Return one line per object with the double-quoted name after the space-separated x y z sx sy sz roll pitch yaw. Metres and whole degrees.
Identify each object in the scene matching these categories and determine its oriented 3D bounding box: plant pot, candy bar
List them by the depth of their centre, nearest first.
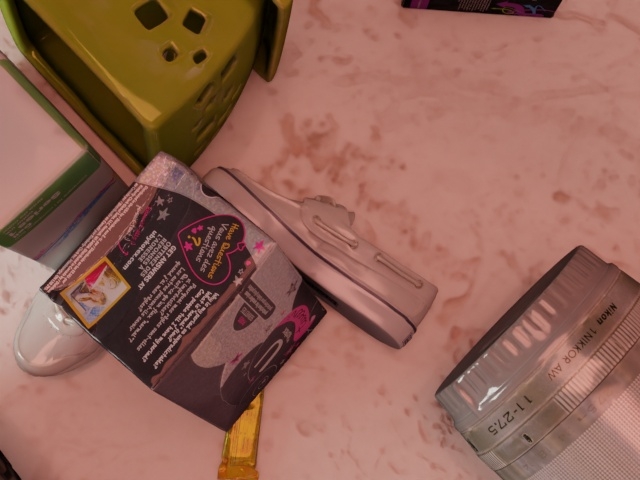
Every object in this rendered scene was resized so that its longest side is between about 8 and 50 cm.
-0.156 -0.211 1.209 0.207 0.227 0.228 -41 84 -14 "plant pot"
-0.072 0.157 1.251 0.040 0.018 0.161 7 80 -4 "candy bar"

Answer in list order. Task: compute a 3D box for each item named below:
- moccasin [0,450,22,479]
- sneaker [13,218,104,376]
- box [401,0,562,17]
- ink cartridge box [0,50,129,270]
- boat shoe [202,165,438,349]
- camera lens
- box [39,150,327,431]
-0.322 0.290 1.170 0.147 0.139 0.380 -33 93 -16 "moccasin"
-0.214 0.032 1.216 0.090 0.115 0.232 40 81 10 "sneaker"
0.168 -0.261 1.279 0.162 0.116 0.029 5 79 -2 "box"
-0.292 -0.090 1.154 0.117 0.278 0.201 -44 85 -5 "ink cartridge box"
0.000 0.000 1.251 0.258 0.095 0.084 39 77 -6 "boat shoe"
0.270 0.168 1.160 0.274 0.219 0.219 44 82 5 "camera lens"
-0.109 0.055 1.137 0.142 0.247 0.163 39 83 17 "box"
